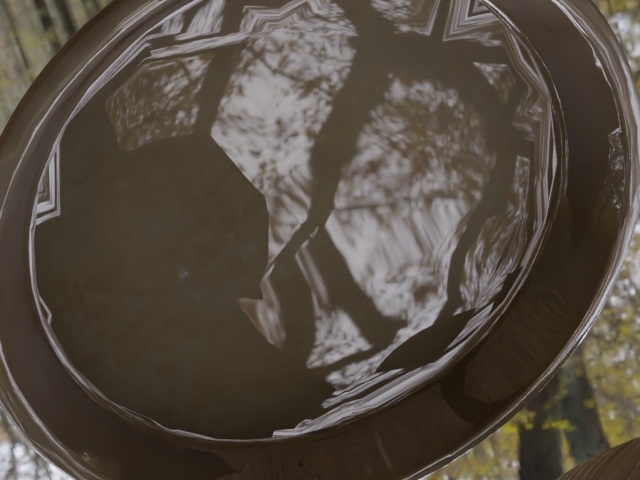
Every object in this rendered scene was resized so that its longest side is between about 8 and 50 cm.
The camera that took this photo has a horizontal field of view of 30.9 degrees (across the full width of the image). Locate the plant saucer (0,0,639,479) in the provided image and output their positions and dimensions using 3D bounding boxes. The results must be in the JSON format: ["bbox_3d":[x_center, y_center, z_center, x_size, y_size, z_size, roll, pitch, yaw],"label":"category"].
[{"bbox_3d":[0.000,0.000,0.464,0.278,0.277,0.041,-20,-143,-10],"label":"plant saucer"}]

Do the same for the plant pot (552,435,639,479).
[{"bbox_3d":[0.164,0.201,0.620,0.110,0.237,0.237,9,-150,40],"label":"plant pot"}]
